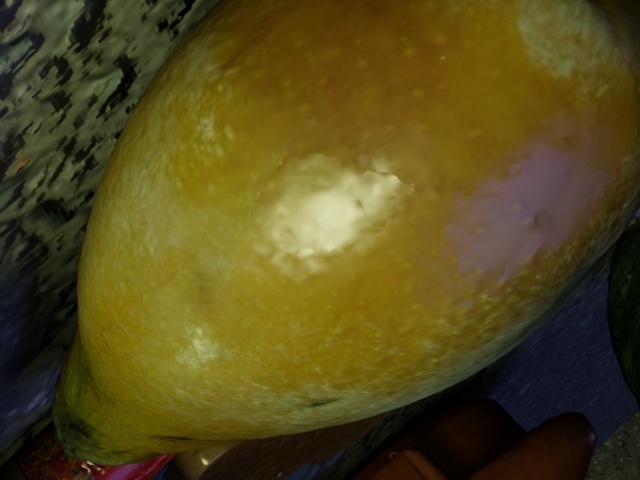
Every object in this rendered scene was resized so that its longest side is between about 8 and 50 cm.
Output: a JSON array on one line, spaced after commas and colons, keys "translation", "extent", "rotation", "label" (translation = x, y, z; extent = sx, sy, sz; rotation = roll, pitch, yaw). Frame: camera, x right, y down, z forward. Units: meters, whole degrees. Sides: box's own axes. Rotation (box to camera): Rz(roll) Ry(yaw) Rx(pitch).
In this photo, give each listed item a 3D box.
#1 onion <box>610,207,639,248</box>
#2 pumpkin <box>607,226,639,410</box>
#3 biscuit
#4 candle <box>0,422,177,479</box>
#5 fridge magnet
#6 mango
[{"translation": [0.113, -0.043, 0.786], "extent": [0.118, 0.118, 0.117], "rotation": [-39, 159, -14], "label": "onion"}, {"translation": [0.340, 0.072, 1.285], "extent": [0.196, 0.293, 0.263], "rotation": [-22, 140, -13], "label": "pumpkin"}, {"translation": [-0.004, 0.096, 0.985], "extent": [0.144, 0.040, 0.236], "rotation": [-40, 166, 12], "label": "biscuit"}, {"translation": [-0.094, 0.090, 0.742], "extent": [0.130, 0.052, 0.052], "rotation": [-43, 163, -4], "label": "candle"}, {"translation": [0.084, 0.265, 1.380], "extent": [0.363, 0.155, 0.363], "rotation": [-39, 163, -15], "label": "fridge magnet"}, {"translation": [0.000, 0.000, 0.585], "extent": [0.192, 0.146, 0.316], "rotation": [-23, 164, -41], "label": "mango"}]
